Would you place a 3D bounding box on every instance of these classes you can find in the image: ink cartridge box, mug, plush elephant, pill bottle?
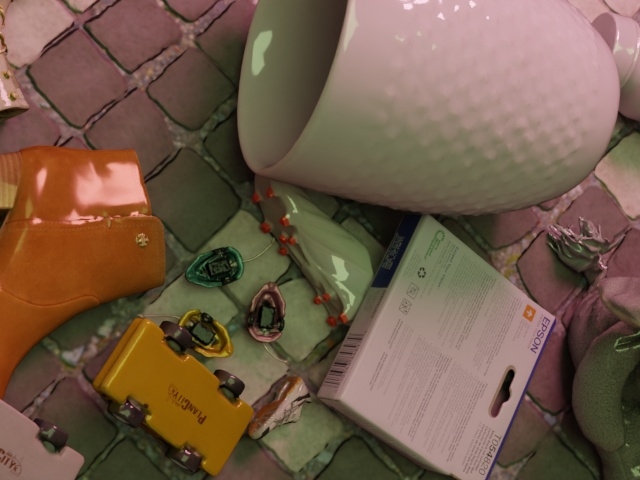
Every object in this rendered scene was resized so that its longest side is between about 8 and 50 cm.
[{"bbox_3d":[0.128,0.121,1.403,0.224,0.045,0.223,37,70,-29],"label":"ink cartridge box"},{"bbox_3d":[0.113,-0.197,1.369,0.328,0.276,0.374,13,44,-22],"label":"mug"},{"bbox_3d":[0.391,0.098,1.398,0.272,0.255,0.330,-30,90,-21],"label":"plush elephant"},{"bbox_3d":[0.411,-0.187,1.528,0.222,0.124,0.124,15,76,-17],"label":"pill bottle"}]

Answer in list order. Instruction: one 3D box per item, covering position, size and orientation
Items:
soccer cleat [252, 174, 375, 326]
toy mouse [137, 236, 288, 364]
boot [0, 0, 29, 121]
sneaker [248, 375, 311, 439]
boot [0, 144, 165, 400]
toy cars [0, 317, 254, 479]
[{"bbox_3d":[0.000,0.000,1.388,0.076,0.068,0.196,-37,100,-26],"label":"soccer cleat"},{"bbox_3d":[-0.086,0.058,1.361,0.161,0.031,0.143,32,72,-11],"label":"toy mouse"},{"bbox_3d":[-0.317,-0.203,1.306,0.213,0.077,0.165,-26,89,-16],"label":"boot"},{"bbox_3d":[-0.038,0.177,1.352,0.083,0.032,0.037,-46,117,-29],"label":"sneaker"},{"bbox_3d":[-0.249,0.054,1.272,0.211,0.104,0.295,-2,86,-26],"label":"boot"},{"bbox_3d":[-0.228,0.160,1.220,0.394,0.087,0.176,-10,106,-45],"label":"toy cars"}]
